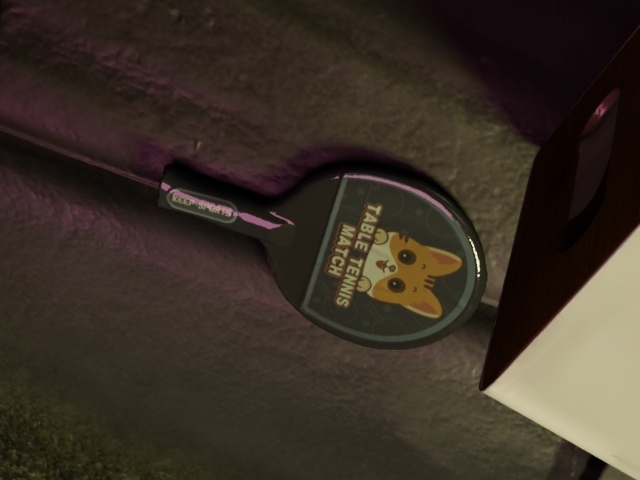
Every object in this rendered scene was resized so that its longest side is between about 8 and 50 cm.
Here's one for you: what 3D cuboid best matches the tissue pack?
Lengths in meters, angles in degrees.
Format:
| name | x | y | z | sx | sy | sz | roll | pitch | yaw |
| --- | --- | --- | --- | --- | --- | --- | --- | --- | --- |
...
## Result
| name | x | y | z | sx | sy | sz | roll | pitch | yaw |
| --- | --- | --- | --- | --- | --- | --- | --- | --- | --- |
| tissue pack | 0.198 | -0.005 | 0.679 | 0.136 | 0.246 | 0.159 | 32 | 126 | -5 |

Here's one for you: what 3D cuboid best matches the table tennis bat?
| name | x | y | z | sx | sy | sz | roll | pitch | yaw |
| --- | --- | --- | --- | --- | --- | --- | --- | --- | --- |
| table tennis bat | 0.000 | 0.000 | 0.890 | 0.236 | 0.027 | 0.150 | 20 | 127 | 2 |
